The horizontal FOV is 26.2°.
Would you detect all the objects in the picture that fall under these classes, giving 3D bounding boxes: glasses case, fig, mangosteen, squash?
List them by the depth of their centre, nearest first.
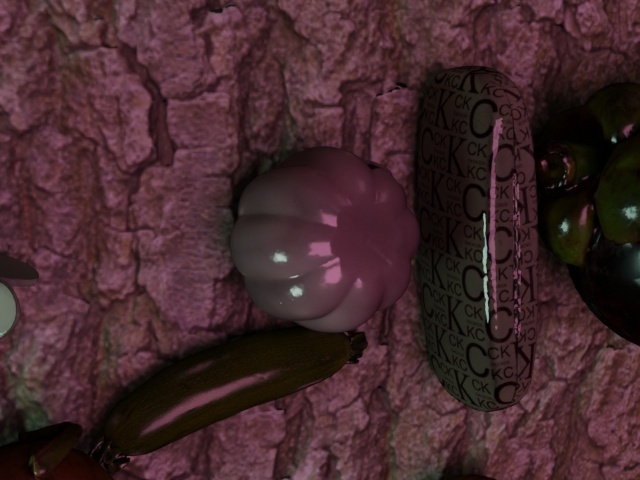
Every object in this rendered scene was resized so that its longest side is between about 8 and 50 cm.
[{"bbox_3d":[-0.254,0.256,1.223,0.205,0.205,0.205,-7,106,-25],"label":"fig"},{"bbox_3d":[-0.088,0.137,1.339,0.318,0.080,0.071,-21,73,-22],"label":"squash"},{"bbox_3d":[0.158,0.001,1.390,0.085,0.137,0.354,-11,107,-25],"label":"glasses case"},{"bbox_3d":[0.362,-0.025,1.404,0.300,0.300,0.300,-7,106,-25],"label":"mangosteen"}]

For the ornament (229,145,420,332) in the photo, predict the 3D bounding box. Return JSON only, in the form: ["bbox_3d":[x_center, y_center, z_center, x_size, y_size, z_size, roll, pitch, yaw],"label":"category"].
[{"bbox_3d":[0.000,-0.001,1.308,0.177,0.177,0.177,-7,106,-25],"label":"ornament"}]

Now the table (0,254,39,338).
[{"bbox_3d":[-0.346,0.100,1.155,0.167,0.166,0.198,14,103,-29],"label":"table"}]

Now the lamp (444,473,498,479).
[{"bbox_3d":[0.161,0.319,1.477,0.136,0.136,0.136,-7,106,-25],"label":"lamp"}]
